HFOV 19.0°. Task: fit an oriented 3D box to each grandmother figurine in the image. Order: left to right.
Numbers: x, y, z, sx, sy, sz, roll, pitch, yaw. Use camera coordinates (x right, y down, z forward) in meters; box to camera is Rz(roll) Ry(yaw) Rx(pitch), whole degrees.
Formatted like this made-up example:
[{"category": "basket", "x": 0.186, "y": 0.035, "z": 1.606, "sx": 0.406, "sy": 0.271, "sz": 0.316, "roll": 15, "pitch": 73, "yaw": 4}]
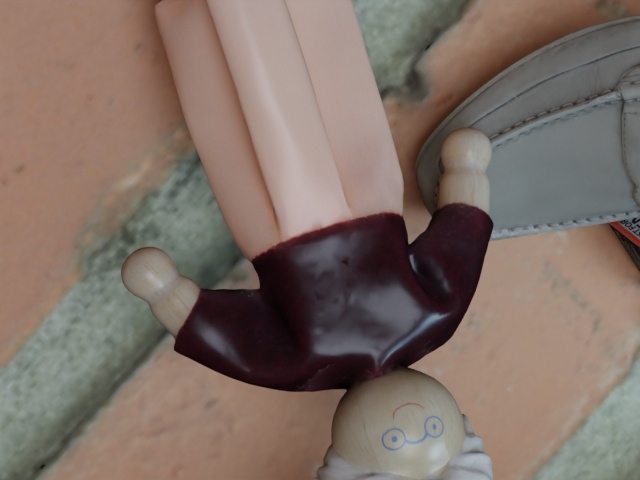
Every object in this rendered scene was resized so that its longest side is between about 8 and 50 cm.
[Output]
[{"category": "grandmother figurine", "x": 0.000, "y": 0.000, "z": 0.999, "sx": 0.208, "sy": 0.104, "sz": 0.342, "roll": -20, "pitch": 84, "yaw": 1}]

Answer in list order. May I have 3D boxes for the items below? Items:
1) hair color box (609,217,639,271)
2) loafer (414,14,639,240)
[{"category": "hair color box", "x": 0.244, "y": -0.027, "z": 1.118, "sx": 0.141, "sy": 0.043, "sz": 0.072, "roll": -42, "pitch": 131, "yaw": -2}, {"category": "loafer", "x": 0.206, "y": -0.066, "z": 1.040, "sx": 0.319, "sy": 0.111, "sz": 0.112, "roll": -21, "pitch": 133, "yaw": 12}]
